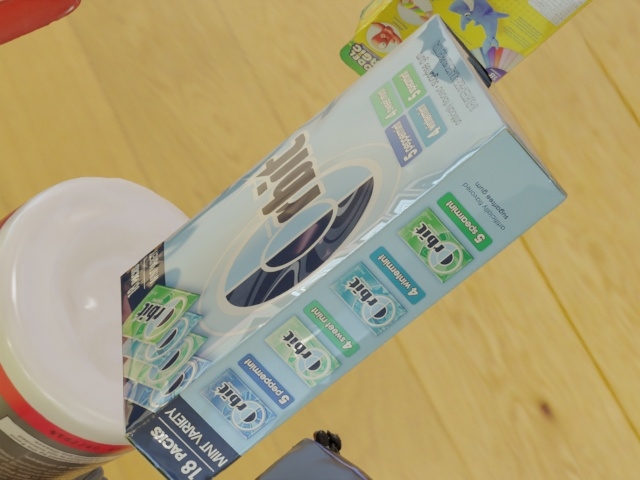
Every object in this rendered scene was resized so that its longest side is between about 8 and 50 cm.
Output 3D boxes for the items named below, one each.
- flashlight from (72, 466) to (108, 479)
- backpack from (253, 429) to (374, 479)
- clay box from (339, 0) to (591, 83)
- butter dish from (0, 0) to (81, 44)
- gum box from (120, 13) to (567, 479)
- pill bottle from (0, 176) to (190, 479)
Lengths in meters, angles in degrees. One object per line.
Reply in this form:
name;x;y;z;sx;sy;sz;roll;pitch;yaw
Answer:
flashlight;-0.306;0.253;1.501;0.304;0.103;0.103;-42;15;-14
backpack;0.023;0.252;1.456;0.117;0.173;0.158;-35;32;-16
clay box;0.131;-0.205;1.741;0.222;0.127;0.053;-39;22;35
butter dish;-0.274;-0.217;1.552;0.160;0.118;0.160;-22;80;3
gum box;0.000;0.000;0.783;0.184;0.041;0.157;-40;21;10
pill bottle;-0.212;0.088;1.333;0.318;0.176;0.176;-29;56;48
